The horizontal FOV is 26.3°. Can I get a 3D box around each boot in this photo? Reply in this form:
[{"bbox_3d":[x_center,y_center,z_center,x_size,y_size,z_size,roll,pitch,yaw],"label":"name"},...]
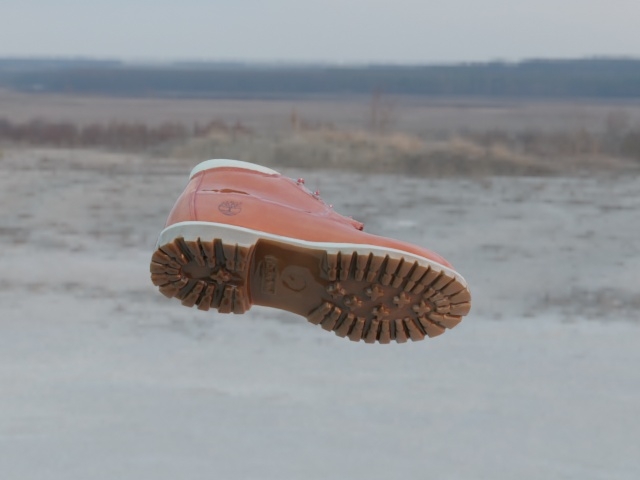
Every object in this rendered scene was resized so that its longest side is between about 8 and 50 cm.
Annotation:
[{"bbox_3d":[0.000,0.000,0.689,0.158,0.059,0.084,13,39,-3],"label":"boot"}]
